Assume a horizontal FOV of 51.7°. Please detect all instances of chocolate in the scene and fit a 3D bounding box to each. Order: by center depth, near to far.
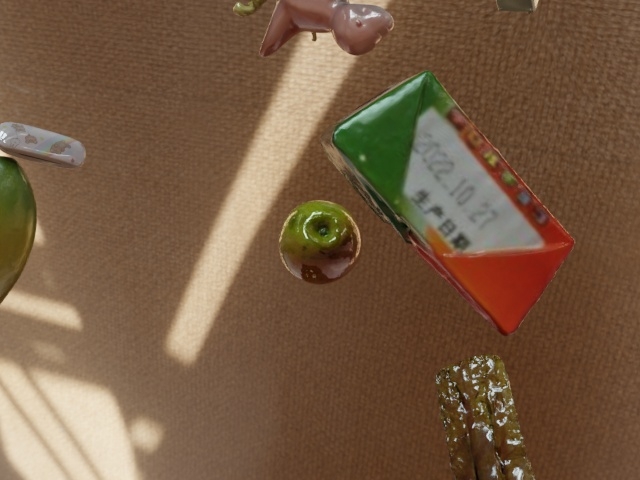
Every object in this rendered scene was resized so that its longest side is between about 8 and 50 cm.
[{"bbox_3d":[0.163,-0.071,0.964,0.161,0.360,0.341,-42,98,4],"label":"chocolate"}]

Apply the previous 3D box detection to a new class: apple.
[{"bbox_3d":[0.000,0.000,1.490,0.196,0.196,0.196,6,112,16],"label":"apple"}]

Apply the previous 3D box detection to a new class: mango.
[{"bbox_3d":[-0.368,0.026,0.640,0.237,0.091,0.137,-36,121,-8],"label":"mango"}]

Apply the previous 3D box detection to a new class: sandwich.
[{"bbox_3d":[0.225,0.303,0.869,0.099,0.301,0.271,-16,70,6],"label":"sandwich"}]

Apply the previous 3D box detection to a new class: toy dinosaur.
[{"bbox_3d":[-0.003,-0.303,0.899,0.194,0.152,0.177,-15,69,11],"label":"toy dinosaur"}]

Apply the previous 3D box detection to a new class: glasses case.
[{"bbox_3d":[-0.271,-0.092,0.642,0.083,0.032,0.021,14,147,-34],"label":"glasses case"}]

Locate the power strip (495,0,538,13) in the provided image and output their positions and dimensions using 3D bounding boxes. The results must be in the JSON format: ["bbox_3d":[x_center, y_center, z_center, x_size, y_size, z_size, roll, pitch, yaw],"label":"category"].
[{"bbox_3d":[0.468,-0.683,1.635,0.106,0.367,0.043,14,77,28],"label":"power strip"}]
